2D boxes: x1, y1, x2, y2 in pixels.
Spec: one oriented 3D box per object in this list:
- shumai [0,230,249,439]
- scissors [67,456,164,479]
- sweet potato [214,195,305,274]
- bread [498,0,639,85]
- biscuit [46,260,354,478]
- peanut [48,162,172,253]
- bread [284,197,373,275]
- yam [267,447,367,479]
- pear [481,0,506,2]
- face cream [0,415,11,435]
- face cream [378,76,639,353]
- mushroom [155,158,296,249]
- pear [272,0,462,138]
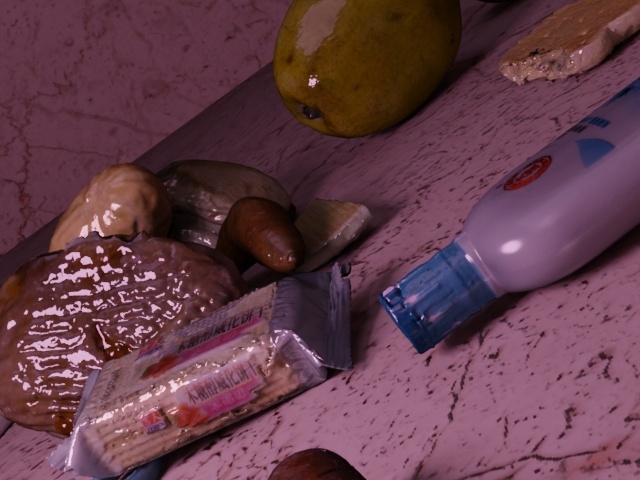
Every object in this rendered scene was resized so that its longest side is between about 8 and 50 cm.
[{"bbox_3d":[-0.220,0.123,1.472,0.346,0.217,0.283,-22,-16,9],"label":"shumai"},{"bbox_3d":[-0.227,0.290,1.110,0.180,0.032,0.393,-35,15,7],"label":"scissors"},{"bbox_3d":[-0.089,0.003,1.507,0.346,0.079,0.108,-26,42,66],"label":"sweet potato"},{"bbox_3d":[0.325,-0.259,1.515,0.181,0.039,0.251,-39,14,-10],"label":"bread"},{"bbox_3d":[-0.107,0.125,1.207,0.309,0.079,0.186,-26,22,15],"label":"biscuit"},{"bbox_3d":[-0.295,0.034,1.659,0.147,0.147,0.319,-60,-6,-58],"label":"peanut"},{"bbox_3d":[-0.004,0.003,1.487,0.112,0.036,0.193,-48,15,-10],"label":"bread"},{"bbox_3d":[0.010,0.186,0.797,0.079,0.079,0.141,-39,13,-8],"label":"yam"},{"bbox_3d":[0.289,-0.473,2.027,0.167,0.167,0.136,-24,-8,42],"label":"pear"},{"bbox_3d":[-0.459,0.194,1.835,0.143,0.089,0.314,19,42,22],"label":"face cream"},{"bbox_3d":[0.197,-0.030,1.011,0.336,0.080,0.163,-36,14,1],"label":"face cream"},{"bbox_3d":[-0.177,-0.037,1.759,0.267,0.164,0.190,-24,20,41],"label":"mushroom"},{"bbox_3d":[0.067,-0.282,1.810,0.307,0.253,0.253,-57,21,-23],"label":"pear"}]
